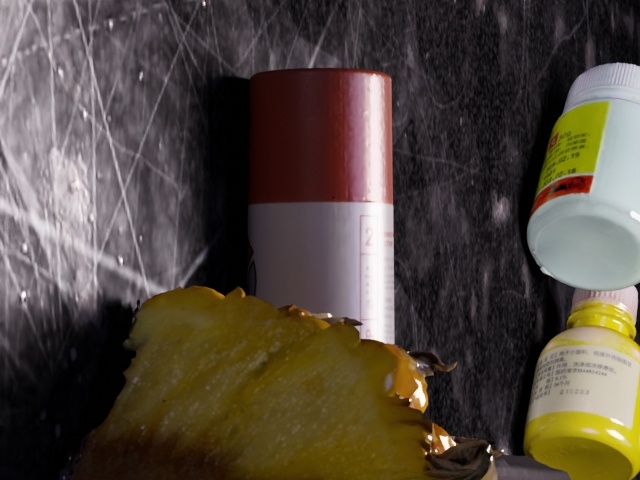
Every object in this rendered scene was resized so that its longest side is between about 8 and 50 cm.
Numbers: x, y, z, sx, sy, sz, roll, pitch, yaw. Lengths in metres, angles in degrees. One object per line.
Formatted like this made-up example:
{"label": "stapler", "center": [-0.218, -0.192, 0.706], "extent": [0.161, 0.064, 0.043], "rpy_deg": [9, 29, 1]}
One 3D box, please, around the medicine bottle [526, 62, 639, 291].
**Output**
{"label": "medicine bottle", "center": [0.300, -0.067, 1.809], "extent": [0.139, 0.139, 0.225], "rpy_deg": [69, 30, -42]}

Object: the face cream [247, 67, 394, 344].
{"label": "face cream", "center": [0.000, 0.000, 1.122], "extent": [0.096, 0.096, 0.214], "rpy_deg": [4, 86, -68]}

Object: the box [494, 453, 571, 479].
{"label": "box", "center": [0.085, 0.287, 1.247], "extent": [0.289, 0.073, 0.290], "rpy_deg": [-68, 157, 1]}

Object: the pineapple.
{"label": "pineapple", "center": [0.013, 0.207, 0.901], "extent": [0.209, 0.286, 0.344], "rpy_deg": [63, 35, -48]}

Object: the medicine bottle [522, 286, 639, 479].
{"label": "medicine bottle", "center": [0.281, 0.138, 1.785], "extent": [0.122, 0.122, 0.212], "rpy_deg": [63, 33, -48]}
